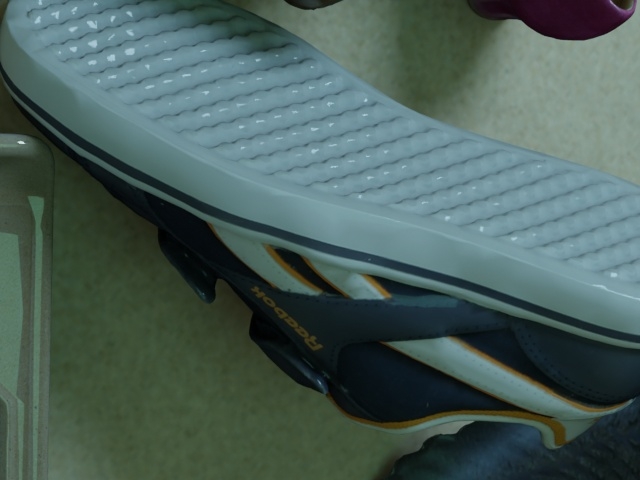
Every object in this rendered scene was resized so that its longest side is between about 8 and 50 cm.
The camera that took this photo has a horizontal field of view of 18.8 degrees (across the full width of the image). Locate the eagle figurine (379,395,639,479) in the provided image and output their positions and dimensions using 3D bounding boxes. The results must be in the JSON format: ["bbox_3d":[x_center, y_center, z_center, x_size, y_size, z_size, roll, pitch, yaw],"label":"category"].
[{"bbox_3d":[0.176,0.164,0.917,0.225,0.298,0.226,-14,80,-46],"label":"eagle figurine"}]

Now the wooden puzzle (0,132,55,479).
[{"bbox_3d":[-0.222,0.070,0.789,0.221,0.044,0.238,0,103,-18],"label":"wooden puzzle"}]

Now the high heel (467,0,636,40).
[{"bbox_3d":[0.105,-0.213,0.871,0.082,0.117,0.244,0,98,-26],"label":"high heel"}]

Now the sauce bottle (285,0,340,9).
[{"bbox_3d":[-0.105,-0.226,0.773,0.344,0.111,0.111,34,82,-25],"label":"sauce bottle"}]

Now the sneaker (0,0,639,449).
[{"bbox_3d":[0.000,0.000,0.836,0.321,0.126,0.127,24,128,-2],"label":"sneaker"}]
